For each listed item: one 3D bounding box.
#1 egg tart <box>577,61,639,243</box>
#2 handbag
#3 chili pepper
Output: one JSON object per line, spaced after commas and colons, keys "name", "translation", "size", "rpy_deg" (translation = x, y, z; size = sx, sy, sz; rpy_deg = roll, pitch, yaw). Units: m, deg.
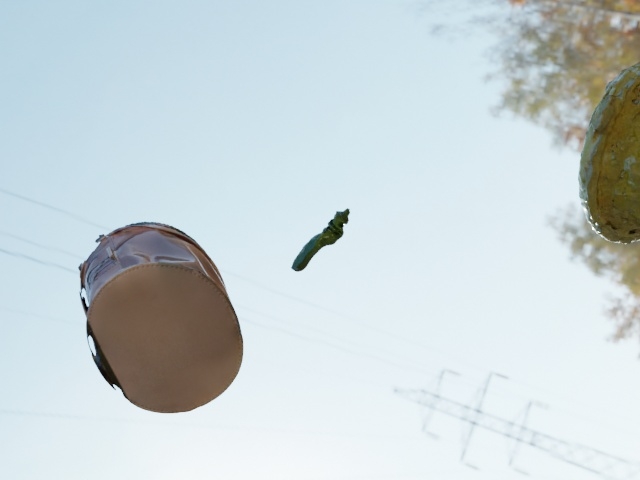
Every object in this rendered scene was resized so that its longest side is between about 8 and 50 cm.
{"name": "egg tart", "translation": [0.555, -0.135, 1.653], "size": [0.341, 0.132, 0.341], "rpy_deg": [-14, -65, -31]}
{"name": "handbag", "translation": [-0.185, 0.088, 1.197], "size": [0.116, 0.179, 0.205], "rpy_deg": [-108, -4, -67]}
{"name": "chili pepper", "translation": [0.000, 0.000, 1.003], "size": [0.083, 0.022, 0.027], "rpy_deg": [-45, -30, 21]}
